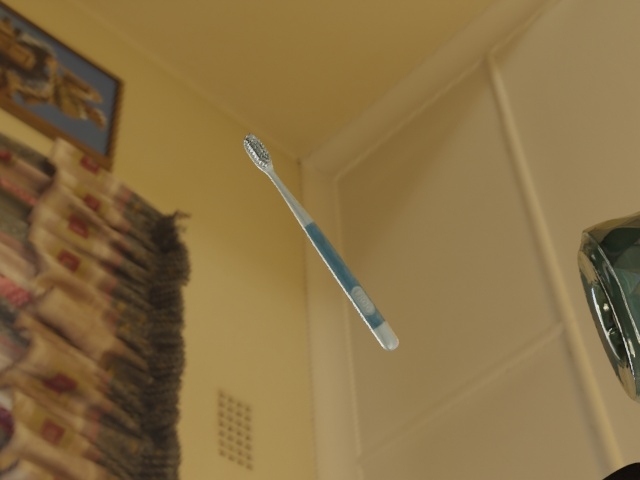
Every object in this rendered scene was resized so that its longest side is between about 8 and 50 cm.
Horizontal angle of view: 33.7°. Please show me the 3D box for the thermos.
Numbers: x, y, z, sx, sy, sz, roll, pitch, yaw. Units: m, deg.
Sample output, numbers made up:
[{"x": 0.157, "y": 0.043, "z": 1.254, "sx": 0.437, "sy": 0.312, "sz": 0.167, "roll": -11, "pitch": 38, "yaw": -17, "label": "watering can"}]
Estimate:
[{"x": 0.341, "y": 0.011, "z": 0.776, "sx": 0.286, "sy": 0.145, "sz": 0.182, "roll": -19, "pitch": -160, "yaw": 3, "label": "thermos"}]

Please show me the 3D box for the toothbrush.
[{"x": 0.000, "y": 0.000, "z": 1.114, "sx": 0.019, "sy": 0.276, "sz": 0.025, "roll": -34, "pitch": 176, "yaw": -13, "label": "toothbrush"}]

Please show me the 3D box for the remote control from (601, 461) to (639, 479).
[{"x": 0.428, "y": 0.423, "z": 1.394, "sx": 0.107, "sy": 0.377, "sz": 0.044, "roll": -36, "pitch": -141, "yaw": -5, "label": "remote control"}]
